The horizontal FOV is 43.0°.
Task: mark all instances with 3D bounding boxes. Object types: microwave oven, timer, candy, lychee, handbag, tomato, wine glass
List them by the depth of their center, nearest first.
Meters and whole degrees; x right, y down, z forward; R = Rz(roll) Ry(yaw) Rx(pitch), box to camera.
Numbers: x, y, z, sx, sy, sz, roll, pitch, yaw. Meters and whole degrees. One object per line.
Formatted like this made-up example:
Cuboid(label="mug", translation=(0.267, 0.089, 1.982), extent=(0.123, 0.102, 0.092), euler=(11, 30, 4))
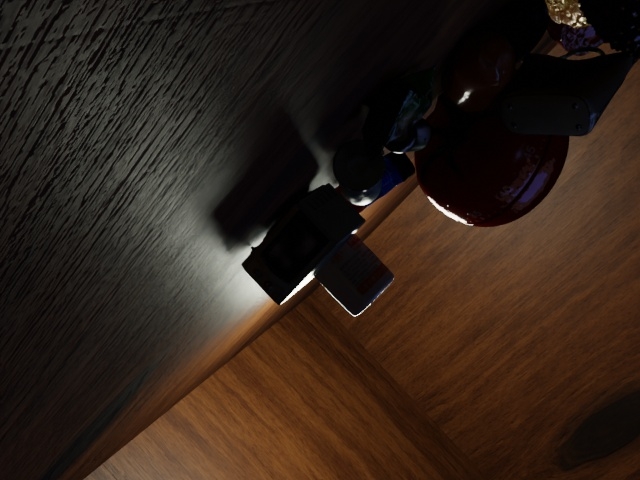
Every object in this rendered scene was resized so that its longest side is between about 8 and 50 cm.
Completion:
Cuboid(label="candy", translation=(0.134, -0.231, 1.391), extent=(0.141, 0.078, 0.203), euler=(-34, -169, 26))
Cuboid(label="lychee", translation=(0.637, -0.526, 1.578), extent=(0.306, 0.305, 0.331), euler=(63, 34, -85))
Cuboid(label="microwave oven", translation=(-0.038, 0.002, 1.620), extent=(0.205, 0.129, 0.163), euler=(-47, 176, 33))
Cuboid(label="wine glass", translation=(0.148, -0.080, 1.639), extent=(0.096, 0.264, 0.309), euler=(-55, 175, -1))
Cuboid(label="handbag", translation=(0.513, -0.344, 1.689), extent=(0.315, 0.241, 0.109), euler=(-55, 138, -34))
Cuboid(label="timer", translation=(0.404, -0.216, 1.915), extent=(0.378, 0.279, 0.378), euler=(-46, -149, 38))
Cuboid(label="tomato", translation=(0.713, -0.632, 2.252), extent=(0.233, 0.140, 0.200), euler=(18, 117, -45))

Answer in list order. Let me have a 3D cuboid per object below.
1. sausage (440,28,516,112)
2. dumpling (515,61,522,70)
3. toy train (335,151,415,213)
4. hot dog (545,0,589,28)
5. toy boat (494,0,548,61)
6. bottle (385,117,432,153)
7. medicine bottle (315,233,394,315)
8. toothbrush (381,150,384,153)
Cuboid(label="sausage", translation=(0.327, -0.343, 1.669), extent=(0.133, 0.133, 0.258), euler=(-43, 174, -9))
Cuboid(label="dumpling", translation=(0.536, -0.459, 2.310), extent=(0.172, 0.142, 0.247), euler=(-41, -156, -31))
Cuboid(label="toy train", translation=(0.127, -0.140, 1.913), extent=(0.131, 0.083, 0.204), euler=(-30, -175, 34))
Cuboid(label="hot dog", translation=(0.618, -0.576, 1.866), extent=(0.150, 0.153, 0.257), euler=(-43, 175, -6))
Cuboid(label="toy boat", translation=(0.441, -0.462, 1.754), extent=(0.103, 0.093, 0.246), euler=(-36, 174, -8))
Cuboid(label="bottle", translation=(0.187, -0.228, 1.777), extent=(0.096, 0.080, 0.253), euler=(-35, 178, 19))
Cuboid(label="medicine bottle", translation=(0.043, 0.046, 1.913), extent=(0.144, 0.252, 0.144), euler=(-46, 176, -4))
Cuboid(label="toothbrush", translation=(0.122, -0.206, 1.772), extent=(0.024, 0.021, 0.288), euler=(-33, 175, 5))
